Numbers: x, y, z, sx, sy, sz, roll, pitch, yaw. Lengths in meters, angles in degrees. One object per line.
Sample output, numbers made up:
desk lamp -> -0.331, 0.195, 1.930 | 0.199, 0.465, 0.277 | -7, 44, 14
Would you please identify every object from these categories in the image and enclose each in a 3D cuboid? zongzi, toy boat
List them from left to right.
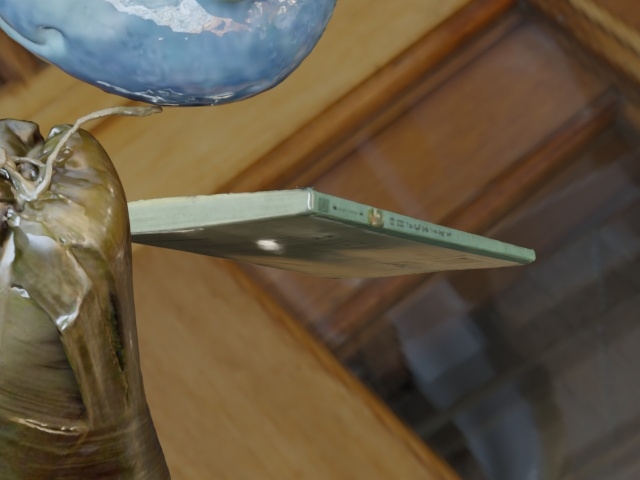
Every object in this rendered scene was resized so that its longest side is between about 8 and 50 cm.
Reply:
toy boat -> -0.111, -0.219, 0.862 | 0.330, 0.215, 0.123 | 61, 166, -1
zongzi -> -0.077, 0.072, 0.678 | 0.241, 0.111, 0.248 | 23, 128, -19

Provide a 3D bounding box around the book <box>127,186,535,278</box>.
book -> 0.000, 0.000, 1.280 | 0.215, 0.025, 0.282 | -4, 169, 37
